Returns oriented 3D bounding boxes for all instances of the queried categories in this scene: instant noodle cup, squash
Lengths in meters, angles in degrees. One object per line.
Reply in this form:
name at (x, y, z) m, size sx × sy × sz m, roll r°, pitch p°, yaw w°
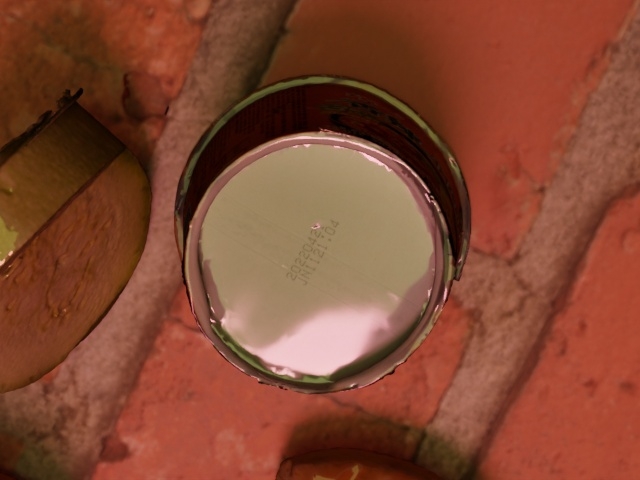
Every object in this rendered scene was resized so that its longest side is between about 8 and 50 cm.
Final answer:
instant noodle cup at (0.000, 0.000, 0.873) m, size 0.230 × 0.182 × 0.230 m, roll 0°, pitch 98°, yaw 1°
squash at (-0.205, 0.006, 0.860) m, size 0.133 × 0.220 × 0.220 m, roll 42°, pitch 98°, yaw -2°

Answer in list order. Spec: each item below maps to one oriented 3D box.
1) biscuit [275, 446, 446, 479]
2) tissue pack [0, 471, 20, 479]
biscuit at (0.047, 0.303, 0.959) m, size 0.213 × 0.091 × 0.274 m, roll 12°, pitch 89°, yaw 4°
tissue pack at (-0.341, 0.228, 0.911) m, size 0.275 × 0.194 × 0.145 m, roll 23°, pitch 99°, yaw -3°
